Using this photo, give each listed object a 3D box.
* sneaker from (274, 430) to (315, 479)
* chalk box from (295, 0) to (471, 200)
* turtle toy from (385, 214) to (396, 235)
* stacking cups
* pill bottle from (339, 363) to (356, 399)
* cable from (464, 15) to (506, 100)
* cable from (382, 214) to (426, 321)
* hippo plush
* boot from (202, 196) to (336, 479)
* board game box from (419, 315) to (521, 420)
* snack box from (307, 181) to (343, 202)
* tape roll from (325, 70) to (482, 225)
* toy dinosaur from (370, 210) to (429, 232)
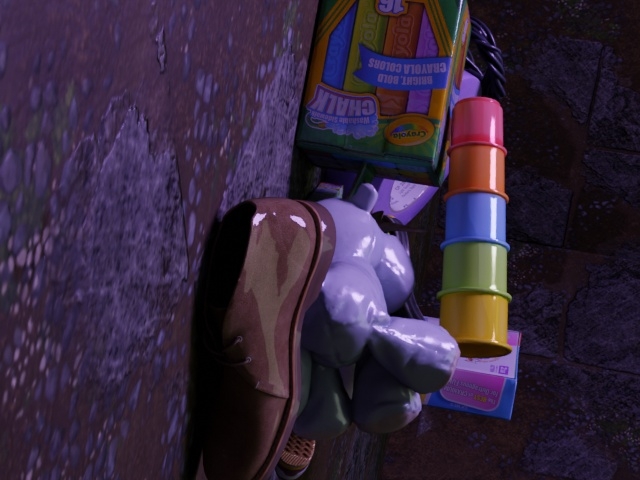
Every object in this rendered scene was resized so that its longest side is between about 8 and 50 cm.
[{"bbox_3d":[-0.030,0.243,1.707,0.084,0.070,0.185,110,-1,-53],"label":"sneaker"},{"bbox_3d":[0.079,-0.169,1.569,0.180,0.179,0.288,31,68,-80],"label":"chalk box"},{"bbox_3d":[0.058,0.013,1.750,0.095,0.066,0.130,-50,161,-26],"label":"turtle toy"},{"bbox_3d":[0.195,-0.018,1.505,0.096,0.096,0.316,73,22,-71],"label":"stacking cups"},{"bbox_3d":[0.023,0.153,1.657,0.216,0.121,0.121,-50,152,-42],"label":"pill bottle"},{"bbox_3d":[0.230,-0.272,1.853,0.184,0.047,0.150,-157,-137,-83],"label":"cable"},{"bbox_3d":[0.090,0.089,1.561,0.139,0.072,0.287,-31,-124,52],"label":"cable"},{"bbox_3d":[0.003,0.073,1.443,0.294,0.234,0.236,40,25,-31],"label":"hippo plush"},{"bbox_3d":[-0.080,0.104,1.202,0.115,0.112,0.305,7,98,-51],"label":"boot"},{"bbox_3d":[0.138,0.174,1.857,0.242,0.317,0.064,-47,145,-74],"label":"board game box"},{"bbox_3d":[0.000,0.000,1.700,0.100,0.037,0.141,-60,157,-71],"label":"snack box"},{"bbox_3d":[0.124,-0.142,1.823,0.275,0.090,0.274,-46,158,-25],"label":"tape roll"},{"bbox_3d":[0.052,-0.012,1.584,0.093,0.183,0.053,-37,107,-23],"label":"toy dinosaur"}]
